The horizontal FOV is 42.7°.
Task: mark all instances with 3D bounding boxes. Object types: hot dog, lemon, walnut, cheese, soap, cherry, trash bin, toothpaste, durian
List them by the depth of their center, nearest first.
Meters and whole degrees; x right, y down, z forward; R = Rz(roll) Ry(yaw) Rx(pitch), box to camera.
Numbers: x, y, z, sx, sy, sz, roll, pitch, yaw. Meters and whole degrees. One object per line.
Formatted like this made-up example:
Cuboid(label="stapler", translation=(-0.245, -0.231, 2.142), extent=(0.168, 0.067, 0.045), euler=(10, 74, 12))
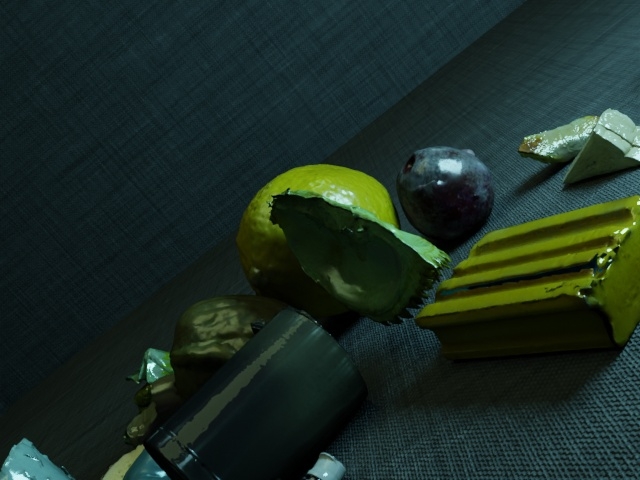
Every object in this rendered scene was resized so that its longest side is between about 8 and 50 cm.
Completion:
Cuboid(label="toothpaste", translation=(-0.033, 0.375, 1.095), extent=(0.193, 0.045, 0.071), euler=(-50, 15, -28))
Cuboid(label="soap", translation=(0.298, 0.059, 1.109), extent=(0.204, 0.096, 0.324), euler=(-48, 16, -29))
Cuboid(label="trash bin", translation=(-0.089, 0.271, 1.244), extent=(0.252, 0.203, 0.301), euler=(30, 62, 33))
Cuboid(label="durian", translation=(0.045, 0.022, 1.336), extent=(0.394, 0.198, 0.163), euler=(27, 88, 39))
Cuboid(label="walnut", translation=(-0.136, 0.211, 1.498), extent=(0.283, 0.283, 0.227), euler=(-19, 68, 56))
Cuboid(label="hot dog", translation=(0.454, -0.178, 1.541), extent=(0.169, 0.061, 0.078), euler=(-18, 49, 5))
Cuboid(label="cherry", translation=(0.237, -0.095, 1.595), extent=(0.195, 0.195, 0.195), euler=(-37, 13, 10))
Cuboid(label="cheese", translation=(-0.316, 0.390, 1.610), extent=(0.286, 0.163, 0.082), euler=(-52, 24, 16))
Cuboid(label="lemon", translation=(0.002, 0.000, 1.626), extent=(0.336, 0.336, 0.336), euler=(-37, 13, 10))

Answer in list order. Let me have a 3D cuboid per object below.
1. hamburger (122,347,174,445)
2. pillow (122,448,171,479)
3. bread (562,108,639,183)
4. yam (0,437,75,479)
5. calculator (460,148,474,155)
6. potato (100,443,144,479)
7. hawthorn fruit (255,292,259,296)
Cuboid(label="hamburger", translation=(-0.329, 0.310, 1.760), extent=(0.276, 0.150, 0.260), euler=(-36, -8, 7))
Cuboid(label="pillow", translation=(-0.231, 0.399, 1.386), extent=(0.214, 0.086, 0.233), euler=(6, 41, 34))
Cuboid(label="bread", translation=(0.492, -0.138, 1.390), extent=(0.077, 0.105, 0.152), euler=(-48, -16, -29))
Cuboid(label="yam", translation=(-0.296, 0.429, 0.966), extent=(0.241, 0.348, 0.241), euler=(-52, 1, 1))
Cuboid(label="calculator", translation=(0.325, -0.187, 2.003), extent=(0.103, 0.024, 0.166), euler=(-41, 12, -9))
Cuboid(label="potato", translation=(-0.316, 0.457, 1.483), extent=(0.164, 0.081, 0.200), euler=(22, 51, 34))
Cuboid(label="hawthorn fruit", translation=(-0.054, 0.073, 1.864), extent=(0.202, 0.185, 0.185), euler=(-29, 5, -34))
